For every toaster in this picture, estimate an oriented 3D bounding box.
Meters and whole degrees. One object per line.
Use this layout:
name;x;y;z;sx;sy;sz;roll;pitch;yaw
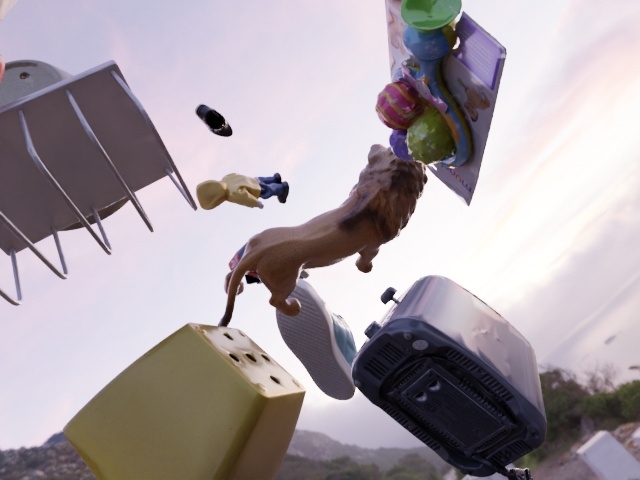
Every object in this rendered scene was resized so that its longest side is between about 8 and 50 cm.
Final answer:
toaster;0.153;0.143;0.506;0.129;0.227;0.146;-55;-4;33

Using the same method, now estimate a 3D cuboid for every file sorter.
file sorter;-0.340;-0.074;0.608;0.277;0.173;0.193;-31;-43;-14

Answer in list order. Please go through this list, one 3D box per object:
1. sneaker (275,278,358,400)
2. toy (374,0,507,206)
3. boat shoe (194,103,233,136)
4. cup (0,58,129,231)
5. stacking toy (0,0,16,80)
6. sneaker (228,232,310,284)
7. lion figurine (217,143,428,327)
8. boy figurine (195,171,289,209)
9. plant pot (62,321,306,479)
sneaker;0.001;0.221;1.120;0.150;0.135;0.366;-67;-38;-53
toy;0.090;-0.119;0.422;0.056;0.137;0.237;-33;-24;-6
boat shoe;-0.258;-0.291;1.130;0.049;0.042;0.133;-55;-26;-1
cup;-0.554;-0.218;0.925;0.331;0.331;0.237;-32;-21;-17
stacking toy;-0.490;-0.236;0.487;0.280;0.130;0.309;-56;12;12
sneaker;-0.157;0.078;1.405;0.148;0.131;0.350;-37;-27;12
lion figurine;0.000;0.000;0.720;0.392;0.142;0.240;-34;-19;-24
boy figurine;-0.235;-0.146;1.380;0.285;0.177;0.092;-13;-46;-34
plant pot;-0.143;0.228;0.592;0.187;0.212;0.212;-54;-24;-1
